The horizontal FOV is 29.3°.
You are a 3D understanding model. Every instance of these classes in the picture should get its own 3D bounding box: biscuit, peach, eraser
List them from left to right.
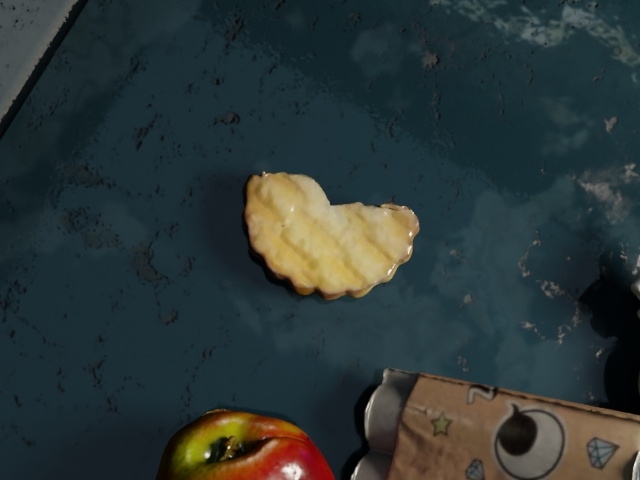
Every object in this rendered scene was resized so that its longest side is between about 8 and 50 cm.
[{"bbox_3d":[-0.066,0.265,1.149,0.197,0.197,0.197,0,84,-3],"label":"peach"},{"bbox_3d":[0.000,0.000,1.238,0.183,0.061,0.118,19,85,1],"label":"biscuit"},{"bbox_3d":[0.167,0.224,1.124,0.290,0.087,0.171,7,79,42],"label":"eraser"}]

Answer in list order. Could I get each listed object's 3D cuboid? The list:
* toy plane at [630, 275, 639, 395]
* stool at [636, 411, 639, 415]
[{"bbox_3d":[0.414,0.080,1.224,0.252,0.118,0.252,-2,97,-16],"label":"toy plane"},{"bbox_3d":[0.361,0.275,1.153,0.232,0.141,0.232,-1,113,-2],"label":"stool"}]
